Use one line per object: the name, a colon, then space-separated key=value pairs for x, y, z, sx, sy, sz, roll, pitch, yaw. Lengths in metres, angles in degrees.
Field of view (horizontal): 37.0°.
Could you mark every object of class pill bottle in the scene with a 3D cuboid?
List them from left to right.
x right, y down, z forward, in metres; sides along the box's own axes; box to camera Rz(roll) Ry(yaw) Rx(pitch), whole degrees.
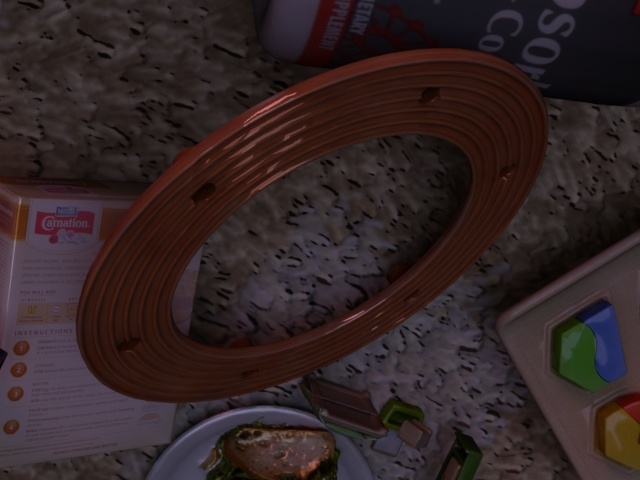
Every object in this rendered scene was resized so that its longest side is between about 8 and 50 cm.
pill bottle: x=0.149 y=-0.198 z=0.614 sx=0.363 sy=0.210 sz=0.210 roll=5 pitch=103 yaw=-11

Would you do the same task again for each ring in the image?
ring: x=0.000 y=0.000 z=0.629 sx=0.337 sy=0.032 sz=0.336 roll=-22 pitch=150 yaw=-14

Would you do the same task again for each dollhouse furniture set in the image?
dollhouse furniture set: x=0.047 y=0.163 z=0.757 sx=0.152 sy=0.076 sz=0.058 roll=21 pitch=101 yaw=-15

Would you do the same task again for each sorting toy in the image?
sorting toy: x=0.261 y=0.094 z=0.740 sx=0.193 sy=0.038 sz=0.208 roll=-31 pitch=107 yaw=-1

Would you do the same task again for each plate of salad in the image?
plate of salad: x=-0.049 y=0.230 z=0.772 sx=0.200 sy=0.048 sz=0.199 roll=-2 pitch=104 yaw=-10

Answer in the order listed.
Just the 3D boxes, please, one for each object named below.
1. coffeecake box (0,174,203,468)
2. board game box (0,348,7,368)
coffeecake box: x=-0.166 y=0.053 z=0.667 sx=0.142 sy=0.068 sz=0.185 roll=1 pitch=106 yaw=-40
board game box: x=-0.381 y=0.053 z=0.593 sx=0.347 sy=0.056 sz=0.208 roll=33 pitch=121 yaw=-4
